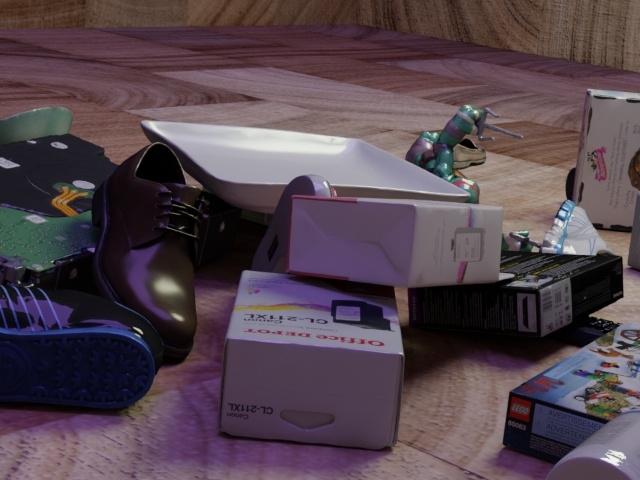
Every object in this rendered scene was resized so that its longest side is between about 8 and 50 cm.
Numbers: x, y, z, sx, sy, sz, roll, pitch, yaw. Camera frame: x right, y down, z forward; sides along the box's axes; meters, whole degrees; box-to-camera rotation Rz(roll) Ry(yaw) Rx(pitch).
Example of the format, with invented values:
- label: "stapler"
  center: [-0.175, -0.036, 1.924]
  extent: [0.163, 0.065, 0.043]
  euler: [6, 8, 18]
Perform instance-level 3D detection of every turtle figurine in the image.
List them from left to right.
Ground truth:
- label: "turtle figurine"
  center: [0.157, -0.059, 1.466]
  extent: [0.118, 0.175, 0.234]
  euler: [-15, 9, -6]

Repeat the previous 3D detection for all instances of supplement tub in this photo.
- label: "supplement tub"
  center: [0.185, 0.148, 0.810]
  extent: [0.071, 0.071, 0.107]
  euler: [14, 17, 31]

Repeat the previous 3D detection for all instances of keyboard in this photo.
- label: "keyboard"
  center: [0.305, 0.086, 1.156]
  extent: [0.192, 0.038, 0.100]
  euler: [11, 16, 27]

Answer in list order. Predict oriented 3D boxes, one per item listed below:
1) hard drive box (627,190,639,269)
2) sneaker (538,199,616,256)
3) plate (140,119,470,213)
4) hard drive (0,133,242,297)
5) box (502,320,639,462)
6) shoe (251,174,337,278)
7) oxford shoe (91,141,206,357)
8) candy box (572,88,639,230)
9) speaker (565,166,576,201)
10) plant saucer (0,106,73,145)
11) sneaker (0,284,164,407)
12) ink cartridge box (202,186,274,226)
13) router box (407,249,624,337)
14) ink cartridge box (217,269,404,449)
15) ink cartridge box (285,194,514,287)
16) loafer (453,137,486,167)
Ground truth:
- label: "hard drive box"
  center: [0.476, 0.009, 1.406]
  extent: [0.181, 0.089, 0.232]
  euler: [-6, 19, -35]
- label: "sneaker"
  center: [0.272, 0.015, 1.386]
  extent: [0.083, 0.071, 0.191]
  euler: [18, 23, 11]
- label: "plate"
  center: [-0.026, -0.071, 1.400]
  extent: [0.278, 0.045, 0.277]
  euler: [3, 16, -25]
- label: "hard drive"
  center: [-0.260, -0.018, 1.248]
  extent: [0.237, 0.064, 0.339]
  euler: [22, 20, 22]
- label: "box"
  center: [0.258, 0.122, 0.985]
  extent: [0.159, 0.044, 0.233]
  euler: [13, 17, 31]
- label: "shoe"
  center: [0.000, 0.000, 1.179]
  extent: [0.081, 0.178, 0.063]
  euler: [3, 59, -20]
- label: "oxford shoe"
  center: [-0.137, -0.001, 1.106]
  extent: [0.083, 0.096, 0.227]
  euler: [21, 34, -36]
- label: "candy box"
  center: [0.415, -0.094, 1.629]
  extent: [0.196, 0.165, 0.070]
  euler: [6, 14, 5]
- label: "speaker"
  center: [0.393, -0.068, 1.744]
  extent: [0.136, 0.055, 0.055]
  euler: [0, 15, -16]
- label: "plant saucer"
  center: [-0.348, -0.079, 1.438]
  extent: [0.195, 0.037, 0.195]
  euler: [-28, -7, -4]
- label: "sneaker"
  center: [-0.230, 0.072, 0.965]
  extent: [0.232, 0.081, 0.090]
  euler: [11, 11, -4]
- label: "ink cartridge box"
  center: [-0.001, -0.058, 1.573]
  extent: [0.171, 0.056, 0.235]
  euler: [16, 15, 35]
- label: "router box"
  center: [0.182, 0.045, 1.217]
  extent: [0.133, 0.046, 0.179]
  euler: [3, 11, 36]
- label: "ink cartridge box"
  center: [-0.005, 0.084, 0.989]
  extent: [0.127, 0.072, 0.175]
  euler: [6, 14, -1]
- label: "ink cartridge box"
  center: [0.074, -0.001, 1.097]
  extent: [0.115, 0.067, 0.198]
  euler: [6, 3, 32]
- label: "loafer"
  center: [0.216, -0.134, 1.964]
  extent: [0.045, 0.039, 0.125]
  euler: [11, 16, 25]
